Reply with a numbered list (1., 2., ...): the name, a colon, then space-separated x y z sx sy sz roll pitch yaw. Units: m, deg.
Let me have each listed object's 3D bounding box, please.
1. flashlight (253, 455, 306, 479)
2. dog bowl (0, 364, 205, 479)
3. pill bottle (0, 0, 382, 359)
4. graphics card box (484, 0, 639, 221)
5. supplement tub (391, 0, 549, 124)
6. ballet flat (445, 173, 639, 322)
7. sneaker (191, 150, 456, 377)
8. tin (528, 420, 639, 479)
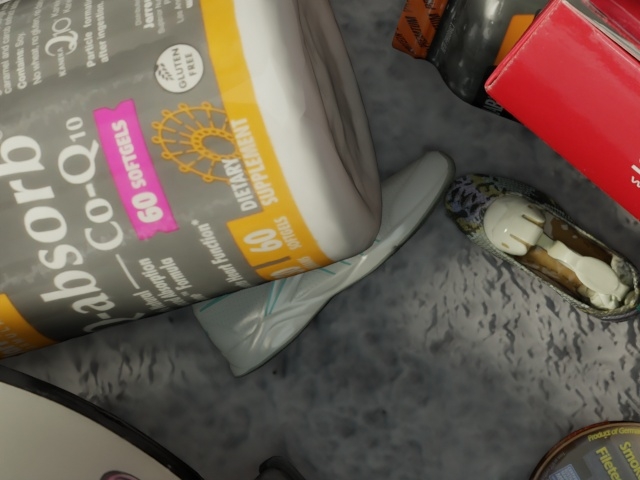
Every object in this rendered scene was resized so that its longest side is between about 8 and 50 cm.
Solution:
1. flashlight: 0.039 0.249 0.931 0.103 0.103 0.304 -38 89 3
2. dog bowl: -0.201 0.254 0.836 0.408 0.150 0.408 2 116 4
3. pill bottle: -0.123 -0.034 0.896 0.278 0.162 0.162 -17 90 11
4. graphics card box: 0.260 -0.117 0.834 0.233 0.094 0.371 39 57 1
5. supplement tub: 0.137 -0.101 0.919 0.190 0.117 0.117 20 91 2
6. ballet flat: 0.114 0.002 0.959 0.114 0.041 0.041 33 91 1
7. sneaker: 0.000 0.000 0.955 0.152 0.054 0.061 -39 87 2
8. tin: 0.173 0.177 0.961 0.106 0.040 0.190 -30 90 5
